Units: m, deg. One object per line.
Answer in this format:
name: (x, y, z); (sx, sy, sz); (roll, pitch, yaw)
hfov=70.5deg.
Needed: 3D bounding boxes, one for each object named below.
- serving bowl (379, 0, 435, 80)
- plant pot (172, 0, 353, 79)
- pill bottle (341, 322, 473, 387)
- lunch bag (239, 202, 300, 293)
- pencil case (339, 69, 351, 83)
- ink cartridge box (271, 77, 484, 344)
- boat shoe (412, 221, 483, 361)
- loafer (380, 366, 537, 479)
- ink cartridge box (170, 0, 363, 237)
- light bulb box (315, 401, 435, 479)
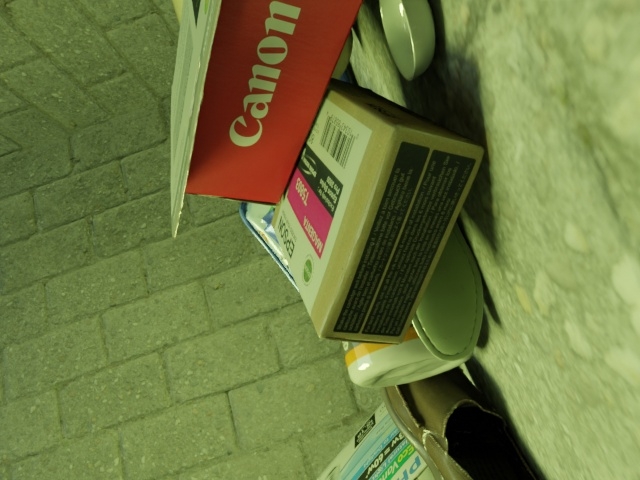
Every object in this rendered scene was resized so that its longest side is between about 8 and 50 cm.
serving bowl: (0.073, -0.174, 0.366); (0.083, 0.027, 0.083); (-18, -90, -87)
plant pot: (-0.100, -0.353, 0.609); (0.274, 0.257, 0.256); (61, -170, -66)
pill bottle: (0.088, 0.044, 0.623); (0.162, 0.162, 0.278); (66, -170, -61)
lunch bag: (0.000, 0.000, 0.798); (0.303, 0.115, 0.243); (50, -151, 0)
pencil case: (0.014, -0.287, 0.901); (0.133, 0.119, 0.306); (56, -165, -86)
ink cartridge box: (0.030, -0.045, 0.454); (0.234, 0.088, 0.193); (-122, 45, -57)
boat shoe: (0.120, 0.015, 0.502); (0.068, 0.081, 0.227); (73, -173, -81)
loafer: (0.193, 0.245, 0.612); (0.366, 0.134, 0.130); (-122, 29, -53)
ink cartridge box: (-0.064, -0.189, 0.437); (0.309, 0.130, 0.271); (119, 147, -45)
light bulb box: (0.134, 0.509, 0.804); (0.225, 0.358, 0.361); (40, -178, 3)
